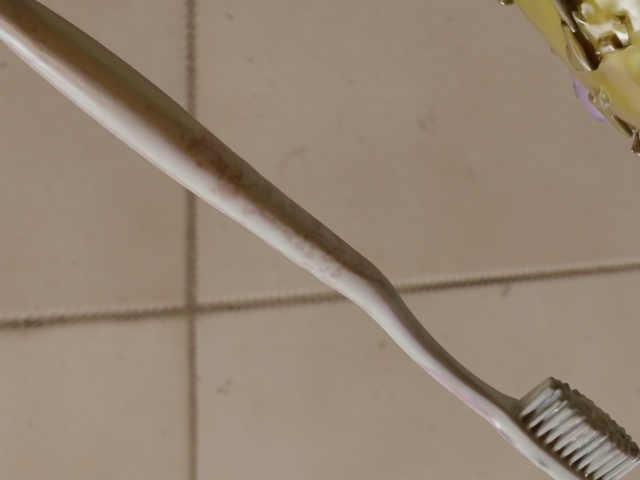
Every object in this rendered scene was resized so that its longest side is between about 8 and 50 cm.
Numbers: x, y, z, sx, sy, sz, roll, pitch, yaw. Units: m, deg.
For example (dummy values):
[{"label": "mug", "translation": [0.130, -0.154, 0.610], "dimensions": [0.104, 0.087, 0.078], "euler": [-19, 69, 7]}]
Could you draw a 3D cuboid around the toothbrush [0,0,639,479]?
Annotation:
[{"label": "toothbrush", "translation": [0.000, 0.000, 0.599], "dimensions": [0.307, 0.025, 0.029], "euler": [38, 116, -21]}]

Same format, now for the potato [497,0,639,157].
[{"label": "potato", "translation": [0.101, -0.170, 0.521], "dimensions": [0.173, 0.140, 0.300], "euler": [-20, 96, -58]}]

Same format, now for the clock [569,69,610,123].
[{"label": "clock", "translation": [0.229, -0.170, 1.292], "dimensions": [0.110, 0.050, 0.152], "euler": [-17, 83, -1]}]
